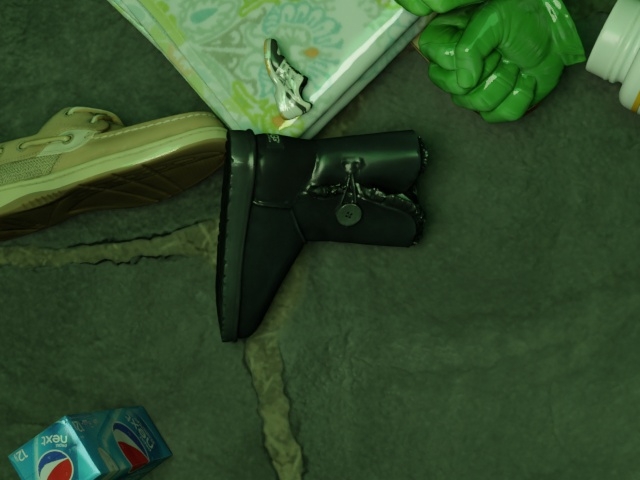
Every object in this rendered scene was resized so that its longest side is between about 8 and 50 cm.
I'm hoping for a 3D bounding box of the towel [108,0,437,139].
[{"bbox_3d":[-0.026,-0.305,1.238,0.374,0.090,0.320,-44,77,11],"label":"towel"}]

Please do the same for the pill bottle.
[{"bbox_3d":[0.373,-0.158,1.150,0.215,0.117,0.117,28,90,11],"label":"pill bottle"}]

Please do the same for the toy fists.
[{"bbox_3d":[0.144,-0.230,1.112,0.142,0.279,0.096,-30,35,5],"label":"toy fists"}]

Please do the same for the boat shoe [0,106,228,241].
[{"bbox_3d":[-0.255,-0.090,1.250,0.341,0.121,0.110,-14,75,17],"label":"boat shoe"}]

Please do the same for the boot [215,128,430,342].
[{"bbox_3d":[0.000,0.000,1.210,0.207,0.094,0.247,2,118,-10],"label":"boot"}]

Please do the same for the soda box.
[{"bbox_3d":[-0.223,0.215,1.181,0.071,0.210,0.067,-36,80,6],"label":"soda box"}]

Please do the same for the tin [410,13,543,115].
[{"bbox_3d":[0.162,-0.207,1.237,0.106,0.040,0.190,-40,79,1],"label":"tin"}]

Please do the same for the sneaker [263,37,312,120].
[{"bbox_3d":[-0.031,-0.162,1.172,0.036,0.032,0.083,-17,92,10],"label":"sneaker"}]
